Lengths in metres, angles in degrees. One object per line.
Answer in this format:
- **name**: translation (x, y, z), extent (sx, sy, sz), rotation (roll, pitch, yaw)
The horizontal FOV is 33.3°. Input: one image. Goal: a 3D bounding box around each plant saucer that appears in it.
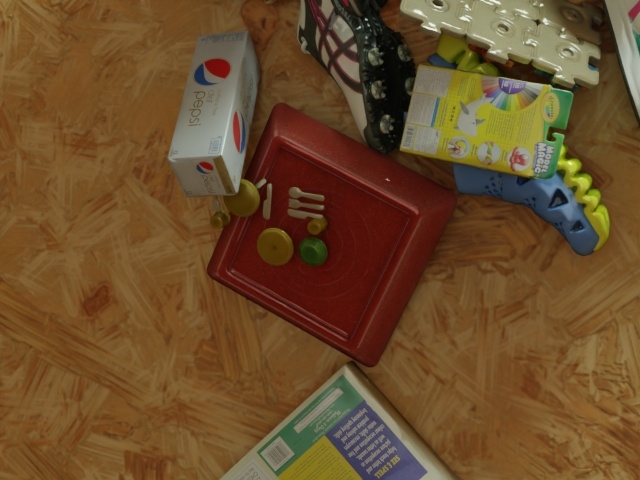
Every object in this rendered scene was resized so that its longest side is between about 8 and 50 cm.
- **plant saucer**: translation (0.000, 0.000, 1.324), extent (0.259, 0.048, 0.258), rotation (29, 111, 12)

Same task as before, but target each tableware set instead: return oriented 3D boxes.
- **tableware set**: translation (-0.062, -0.022, 1.305), extent (0.154, 0.024, 0.104), rotation (10, 109, 17)

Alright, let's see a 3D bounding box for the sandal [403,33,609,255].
- **sandal**: translation (0.214, -0.099, 1.272), extent (0.138, 0.126, 0.317), rotation (-42, 73, 13)

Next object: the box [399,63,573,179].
- **box**: translation (0.187, -0.132, 1.199), extent (0.179, 0.043, 0.105), rotation (15, 95, 25)

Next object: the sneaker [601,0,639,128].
- **sneaker**: translation (0.412, -0.277, 1.211), extent (0.178, 0.124, 0.295), rotation (-16, 95, 18)

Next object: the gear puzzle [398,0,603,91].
- **gear puzzle**: translation (0.162, -0.265, 1.236), extent (0.339, 0.175, 0.044), rotation (20, 137, -3)

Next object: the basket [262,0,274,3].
- **basket**: translation (-0.086, -0.454, 1.254), extent (0.223, 0.299, 0.213), rotation (16, 68, -19)

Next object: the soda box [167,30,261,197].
- **soda box**: translation (-0.126, -0.157, 1.311), extent (0.069, 0.074, 0.216), rotation (-2, 52, 13)

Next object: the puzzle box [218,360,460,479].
- **puzzle box**: translation (-0.017, 0.386, 1.360), extent (0.409, 0.052, 0.272), rotation (-43, 81, 10)

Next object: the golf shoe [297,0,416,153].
- **golf shoe**: translation (0.041, -0.237, 1.331), extent (0.120, 0.105, 0.272), rotation (-11, 91, 40)
